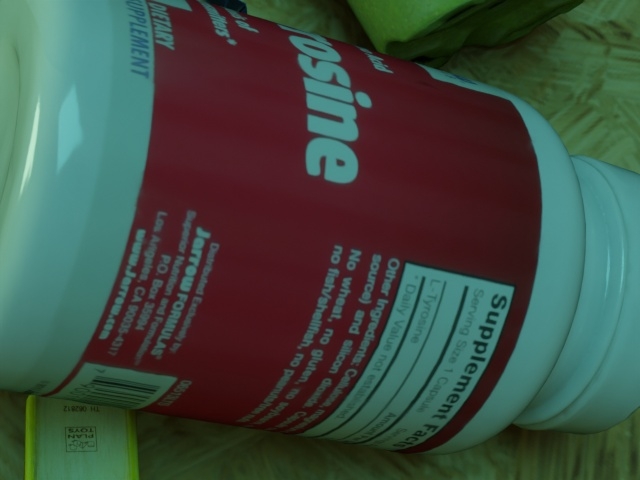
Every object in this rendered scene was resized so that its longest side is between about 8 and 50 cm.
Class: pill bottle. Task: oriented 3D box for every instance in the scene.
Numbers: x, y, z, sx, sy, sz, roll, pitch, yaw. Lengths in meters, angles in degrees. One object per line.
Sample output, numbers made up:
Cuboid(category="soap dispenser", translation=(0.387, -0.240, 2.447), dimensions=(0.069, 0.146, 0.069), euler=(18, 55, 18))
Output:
Cuboid(category="pill bottle", translation=(0.000, 0.000, 0.853), dimensions=(0.407, 0.229, 0.229), euler=(12, 62, -26))

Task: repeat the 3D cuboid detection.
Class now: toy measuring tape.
Cuboid(category="toy measuring tape", translation=(-0.146, 0.138, 0.881), dimensions=(0.121, 0.121, 0.330), euler=(1, 43, -11))

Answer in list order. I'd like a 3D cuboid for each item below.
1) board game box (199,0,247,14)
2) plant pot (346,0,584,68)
Cuboid(category="board game box", translation=(-0.185, -0.104, 0.979), dimensions=(0.165, 0.042, 0.243), euler=(29, 62, 18))
Cuboid(category="plant pot", translation=(0.081, -0.267, 1.028), dimensions=(0.276, 0.276, 0.254), euler=(-21, 82, -20))
